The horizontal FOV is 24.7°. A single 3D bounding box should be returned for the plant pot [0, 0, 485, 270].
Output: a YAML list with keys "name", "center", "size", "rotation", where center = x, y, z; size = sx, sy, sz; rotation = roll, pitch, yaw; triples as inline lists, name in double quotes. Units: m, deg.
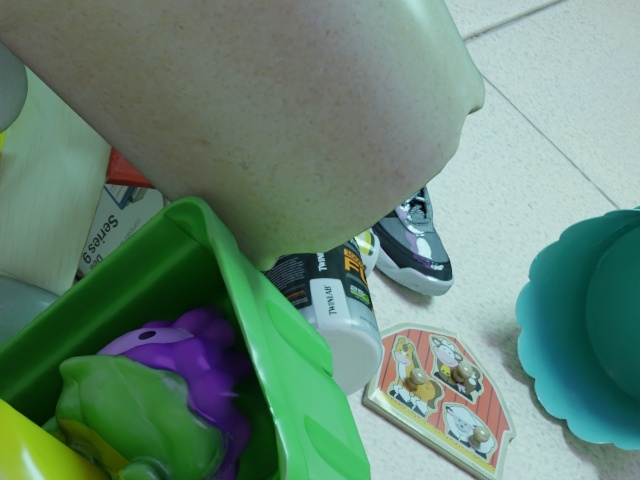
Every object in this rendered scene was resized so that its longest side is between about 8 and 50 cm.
- name: "plant pot"
  center: [-0.057, -0.160, 0.978]
  size: [0.305, 0.334, 0.334]
  rotation: [53, 27, -21]

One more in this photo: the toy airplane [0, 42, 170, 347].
- name: "toy airplane"
  center: [-0.225, -0.096, 1.148]
  size: [0.386, 0.384, 0.272]
  rotation: [58, 1, 7]

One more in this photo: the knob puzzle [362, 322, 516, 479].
- name: "knob puzzle"
  center: [0.136, 0.152, 1.557]
  size: [0.213, 0.030, 0.213]
  rotation: [27, 34, -20]

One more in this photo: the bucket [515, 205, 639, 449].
- name: "bucket"
  center: [0.379, 0.091, 1.665]
  size: [0.281, 0.281, 0.183]
  rotation: [52, 25, 18]

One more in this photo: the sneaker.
- name: "sneaker"
  center: [0.097, -0.074, 1.677]
  size: [0.101, 0.153, 0.268]
  rotation: [0, 49, -45]

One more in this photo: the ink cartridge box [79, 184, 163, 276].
- name: "ink cartridge box"
  center: [-0.183, -0.058, 1.364]
  size: [0.212, 0.154, 0.093]
  rotation: [51, 33, 16]

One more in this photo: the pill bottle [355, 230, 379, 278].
- name: "pill bottle"
  center: [0.000, 0.000, 1.568]
  size: [0.116, 0.065, 0.065]
  rotation: [26, 34, -22]

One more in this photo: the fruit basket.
- name: "fruit basket"
  center: [-0.185, 0.159, 0.894]
  size: [0.392, 0.392, 0.283]
  rotation: [14, 40, -35]

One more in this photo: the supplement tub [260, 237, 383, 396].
- name: "supplement tub"
  center: [-0.009, 0.055, 1.441]
  size: [0.117, 0.117, 0.190]
  rotation: [20, 37, -29]
